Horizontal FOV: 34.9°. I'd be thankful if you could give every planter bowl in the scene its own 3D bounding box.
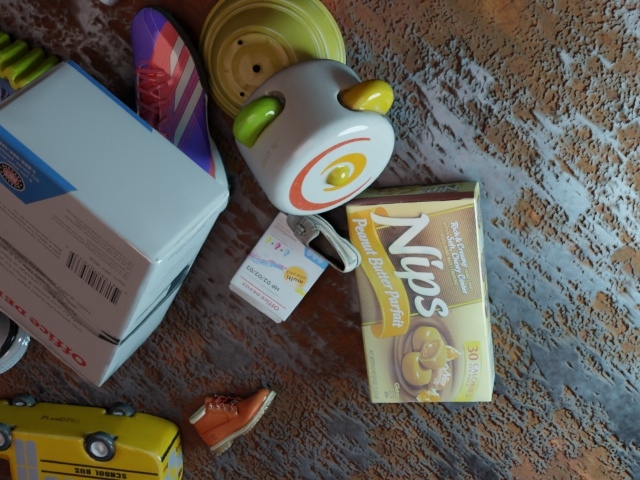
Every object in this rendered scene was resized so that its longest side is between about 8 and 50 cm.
[{"bbox_3d":[-0.079,-0.246,1.415,0.217,0.090,0.217,4,111,11],"label":"planter bowl"}]

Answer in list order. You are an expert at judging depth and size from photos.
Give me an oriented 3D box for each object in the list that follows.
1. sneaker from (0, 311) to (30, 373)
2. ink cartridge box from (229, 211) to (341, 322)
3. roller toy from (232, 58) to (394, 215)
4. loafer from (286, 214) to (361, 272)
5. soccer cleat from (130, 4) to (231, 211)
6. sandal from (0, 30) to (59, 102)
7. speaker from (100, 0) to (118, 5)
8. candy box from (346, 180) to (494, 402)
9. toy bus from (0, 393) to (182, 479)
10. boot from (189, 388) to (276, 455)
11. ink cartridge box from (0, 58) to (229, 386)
[{"bbox_3d":[-0.664,0.187,1.620,0.366,0.210,0.137,-28,61,16],"label":"sneaker"},{"bbox_3d":[-0.061,0.045,1.531,0.104,0.061,0.181,36,113,-2],"label":"ink cartridge box"},{"bbox_3d":[-0.003,-0.133,1.369,0.209,0.191,0.146,-26,63,-11],"label":"roller toy"},{"bbox_3d":[0.000,0.000,1.436,0.125,0.039,0.045,36,122,11],"label":"loafer"},{"bbox_3d":[-0.220,-0.170,1.445,0.109,0.116,0.318,6,117,43],"label":"soccer cleat"},{"bbox_3d":[-0.482,-0.232,1.494,0.317,0.126,0.138,31,116,6],"label":"sandal"},{"bbox_3d":[-0.266,-0.393,1.419,0.136,0.055,0.055,-40,97,21],"label":"speaker"},{"bbox_3d":[0.150,0.079,1.486,0.183,0.087,0.316,-3,108,13],"label":"candy box"},{"bbox_3d":[-0.404,0.346,1.691,0.333,0.108,0.130,3,112,10],"label":"toy bus"},{"bbox_3d":[-0.143,0.274,1.638,0.158,0.059,0.084,-40,93,23],"label":"boot"},{"bbox_3d":[-0.331,-0.008,1.414,0.285,0.166,0.395,40,142,3],"label":"ink cartridge box"}]
